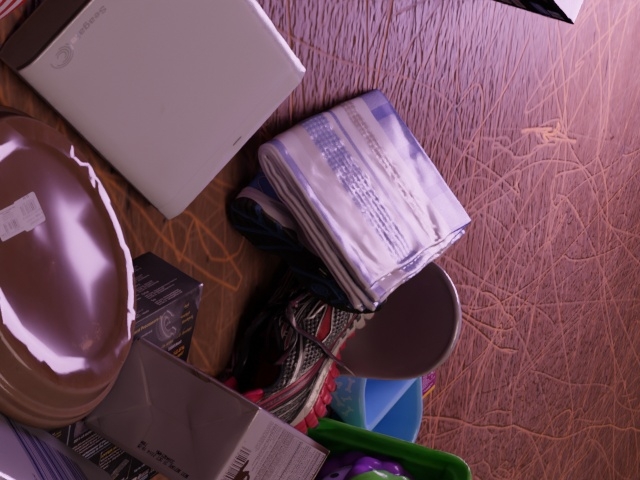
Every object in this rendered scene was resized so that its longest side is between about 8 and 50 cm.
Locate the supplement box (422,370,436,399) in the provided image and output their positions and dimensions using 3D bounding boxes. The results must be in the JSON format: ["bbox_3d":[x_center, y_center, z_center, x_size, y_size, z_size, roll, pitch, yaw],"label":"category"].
[{"bbox_3d":[0.124,0.167,2.239,0.043,0.055,0.083,-38,141,-46],"label":"supplement box"}]

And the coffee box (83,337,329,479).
[{"bbox_3d":[-0.101,0.187,1.574,0.098,0.141,0.246,-58,160,-6],"label":"coffee box"}]

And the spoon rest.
[{"bbox_3d":[0.057,0.120,1.923,0.084,0.137,0.276,4,149,-44],"label":"spoon rest"}]

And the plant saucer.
[{"bbox_3d":[-0.232,0.016,1.364,0.278,0.041,0.278,43,38,-47],"label":"plant saucer"}]

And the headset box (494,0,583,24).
[{"bbox_3d":[0.265,-0.437,1.971,0.246,0.131,0.283,26,86,-63],"label":"headset box"}]

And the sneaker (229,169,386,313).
[{"bbox_3d":[0.000,0.000,1.796,0.211,0.080,0.081,43,53,-22],"label":"sneaker"}]

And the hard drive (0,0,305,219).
[{"bbox_3d":[-0.141,-0.161,1.511,0.203,0.040,0.307,-48,150,-5],"label":"hard drive"}]

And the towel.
[{"bbox_3d":[0.053,-0.051,1.823,0.034,0.209,0.285,-34,180,33],"label":"towel"}]

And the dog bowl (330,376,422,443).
[{"bbox_3d":[0.065,0.197,2.137,0.166,0.074,0.297,-45,145,-37],"label":"dog bowl"}]

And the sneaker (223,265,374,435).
[{"bbox_3d":[-0.011,0.077,1.875,0.112,0.121,0.299,29,80,-49],"label":"sneaker"}]

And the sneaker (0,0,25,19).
[{"bbox_3d":[-0.255,-0.261,1.263,0.221,0.087,0.128,-64,163,20],"label":"sneaker"}]

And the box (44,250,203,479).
[{"bbox_3d":[-0.248,0.174,1.533,0.307,0.076,0.242,-32,144,-48],"label":"box"}]

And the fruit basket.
[{"bbox_3d":[0.035,0.391,1.935,0.392,0.283,0.392,15,90,-80],"label":"fruit basket"}]

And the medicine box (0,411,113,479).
[{"bbox_3d":[-0.313,0.279,1.319,0.289,0.149,0.263,-42,139,1],"label":"medicine box"}]
